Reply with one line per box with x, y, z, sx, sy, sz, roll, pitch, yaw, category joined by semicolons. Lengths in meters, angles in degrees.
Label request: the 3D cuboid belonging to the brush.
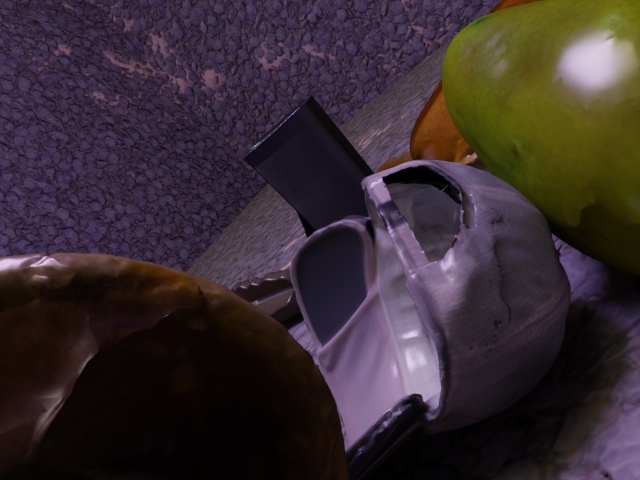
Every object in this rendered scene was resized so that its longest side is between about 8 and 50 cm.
-0.014;0.062;0.979;0.301;0.084;0.071;-23;-5;33;brush

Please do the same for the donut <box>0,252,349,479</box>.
-0.129;0.174;0.349;0.330;0.330;0.160;-44;0;-10;donut

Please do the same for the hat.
0.068;0.073;0.490;0.232;0.161;0.275;-96;27;-53;hat

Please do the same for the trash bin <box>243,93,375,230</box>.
0.014;-0.088;1.009;0.122;0.240;0.164;-40;10;13;trash bin

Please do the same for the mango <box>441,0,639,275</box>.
0.195;-0.078;0.460;0.149;0.185;0.273;-36;22;-3;mango

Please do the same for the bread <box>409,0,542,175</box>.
0.212;-0.162;0.768;0.236;0.183;0.388;-41;11;16;bread

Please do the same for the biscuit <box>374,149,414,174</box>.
0.137;-0.105;1.189;0.166;0.036;0.225;-45;14;-13;biscuit

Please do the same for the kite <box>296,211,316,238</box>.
0.000;0.000;1.070;0.010;0.159;0.190;-22;-29;12;kite
